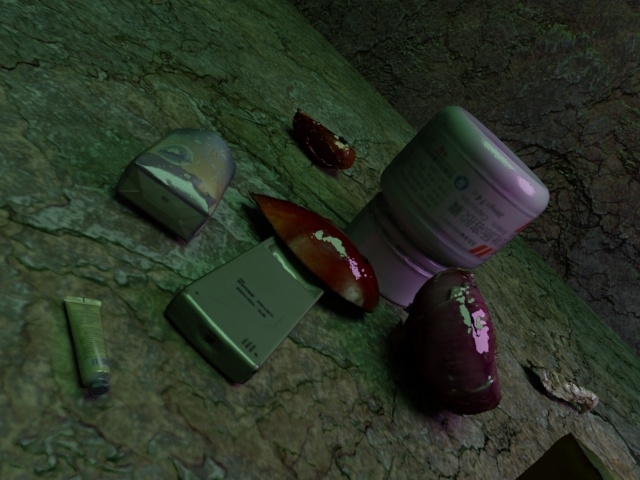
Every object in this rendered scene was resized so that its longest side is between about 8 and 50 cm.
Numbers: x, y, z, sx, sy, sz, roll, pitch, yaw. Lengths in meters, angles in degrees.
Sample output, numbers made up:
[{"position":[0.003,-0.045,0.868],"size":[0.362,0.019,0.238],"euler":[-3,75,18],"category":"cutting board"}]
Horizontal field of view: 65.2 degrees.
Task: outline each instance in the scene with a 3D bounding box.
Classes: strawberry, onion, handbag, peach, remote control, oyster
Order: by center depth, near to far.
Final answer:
[{"position":[-0.074,0.069,0.642],"size":[0.123,0.038,0.285],"euler":[45,22,1],"category":"remote control"},{"position":[-0.180,-0.090,0.668],"size":[0.117,0.095,0.173],"euler":[39,27,-17],"category":"handbag"},{"position":[0.187,0.155,0.770],"size":[0.230,0.163,0.230],"euler":[-6,90,-79],"category":"onion"},{"position":[0.004,-0.002,0.804],"size":[0.279,0.068,0.189],"euler":[44,8,-5],"category":"peach"},{"position":[0.543,0.321,1.134],"size":[0.200,0.061,0.106],"euler":[25,29,-34],"category":"oyster"},{"position":[0.000,-0.233,1.208],"size":[0.188,0.082,0.121],"euler":[37,3,9],"category":"strawberry"}]

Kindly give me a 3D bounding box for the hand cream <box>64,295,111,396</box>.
[{"position":[-0.200,0.089,0.436],"size":[0.035,0.022,0.102],"euler":[16,30,-44],"category":"hand cream"}]

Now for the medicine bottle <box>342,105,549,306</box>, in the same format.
[{"position":[0.218,-0.054,0.932],"size":[0.256,0.325,0.256],"euler":[35,24,-19],"category":"medicine bottle"}]

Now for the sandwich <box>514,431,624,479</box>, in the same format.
[{"position":[0.261,0.349,0.487],"size":[0.155,0.198,0.227],"euler":[42,10,2],"category":"sandwich"}]
